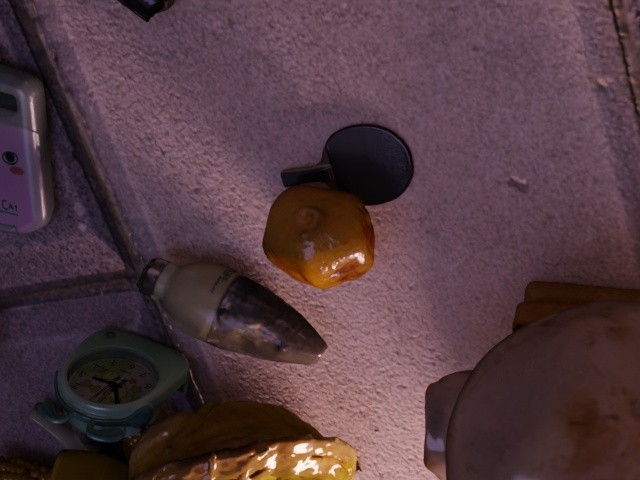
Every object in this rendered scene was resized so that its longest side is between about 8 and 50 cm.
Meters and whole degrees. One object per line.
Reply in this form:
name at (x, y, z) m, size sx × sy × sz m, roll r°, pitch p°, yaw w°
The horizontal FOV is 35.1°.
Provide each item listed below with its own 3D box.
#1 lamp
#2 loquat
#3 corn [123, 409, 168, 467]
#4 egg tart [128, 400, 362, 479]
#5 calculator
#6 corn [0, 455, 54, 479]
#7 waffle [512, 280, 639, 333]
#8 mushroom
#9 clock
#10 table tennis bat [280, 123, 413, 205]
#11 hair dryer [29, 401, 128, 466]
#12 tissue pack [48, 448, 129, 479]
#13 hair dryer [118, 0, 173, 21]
lamp at (-0.108, 0.088, 1.228) m, size 0.250 × 0.101 × 0.101 m, roll 24°, pitch 124°, yaw 8°
loquat at (0.000, 0.000, 1.117) m, size 0.137 × 0.113 × 0.137 m, roll 10°, pitch 155°, yaw 4°
corn at (-0.212, 0.353, 1.426) m, size 0.091 × 0.091 × 0.260 m, roll 6°, pitch 118°, yaw 50°
egg tart at (-0.116, 0.290, 1.265) m, size 0.345 × 0.345 × 0.133 m, roll -36°, pitch 55°, yaw 35°
calculator at (-0.407, -0.122, 1.282) m, size 0.141 × 0.045 × 0.246 m, roll 14°, pitch 121°, yaw 17°
corn at (-0.388, 0.388, 1.526) m, size 0.319 × 0.097 × 0.097 m, roll 7°, pitch 119°, yaw 18°
waffle at (0.325, 0.208, 1.100) m, size 0.224 × 0.098 × 0.328 m, roll 3°, pitch 119°, yaw 25°
mushroom at (0.225, 0.184, 0.936) m, size 0.290 × 0.297 × 0.298 m, roll 23°, pitch 134°, yaw 58°
clock at (-0.270, 0.193, 1.304) m, size 0.148 × 0.188 × 0.060 m, roll 20°, pitch 122°, yaw 16°
table tennis bat at (0.028, -0.080, 1.124) m, size 0.158 × 0.014 × 0.095 m, roll -7°, pitch 115°, yaw 26°
hair dryer at (-0.361, 0.255, 1.423) m, size 0.167 × 0.067 × 0.199 m, roll 19°, pitch 152°, yaw 25°
tissue pack at (-0.315, 0.360, 1.372) m, size 0.127 × 0.123 × 0.178 m, roll 16°, pitch 148°, yaw -12°
hair dryer at (-0.209, -0.424, 1.009) m, size 0.303 × 0.120 × 0.359 m, roll 38°, pitch 117°, yaw -9°
